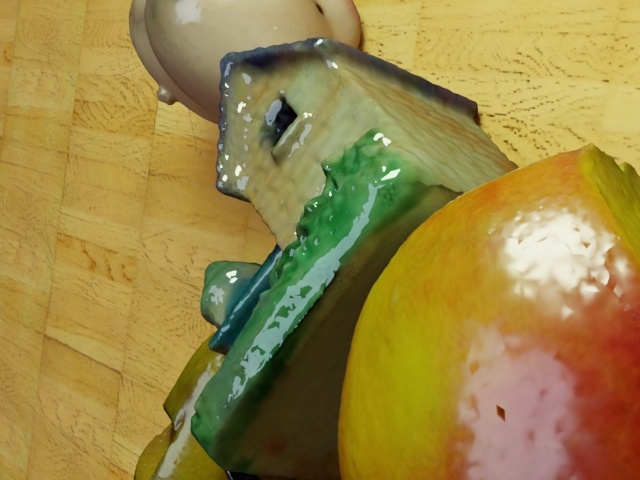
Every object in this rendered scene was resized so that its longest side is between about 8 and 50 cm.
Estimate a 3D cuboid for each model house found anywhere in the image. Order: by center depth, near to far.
[{"bbox_3d":[0.000,0.000,1.154,0.312,0.245,0.280,-55,47,23],"label":"model house"}]

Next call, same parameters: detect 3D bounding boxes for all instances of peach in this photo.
[{"bbox_3d":[0.146,0.157,0.875,0.306,0.242,0.380,-33,74,29],"label":"peach"}]

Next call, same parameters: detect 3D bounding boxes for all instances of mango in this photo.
[{"bbox_3d":[-0.092,0.196,1.354,0.130,0.167,0.262,32,110,38],"label":"mango"}]

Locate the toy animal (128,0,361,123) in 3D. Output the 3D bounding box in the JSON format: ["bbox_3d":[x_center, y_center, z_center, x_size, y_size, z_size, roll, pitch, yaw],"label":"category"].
[{"bbox_3d":[-0.088,-0.205,1.352,0.221,0.210,0.229,-35,23,40],"label":"toy animal"}]

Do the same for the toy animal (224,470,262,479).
[{"bbox_3d":[0.005,0.334,1.150,0.195,0.090,0.324,23,138,27],"label":"toy animal"}]
